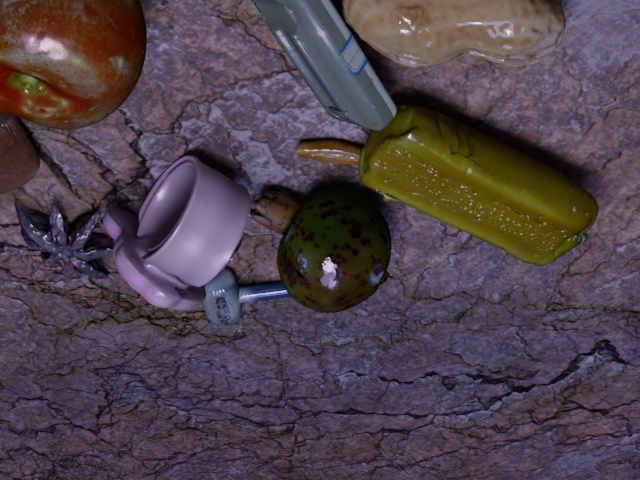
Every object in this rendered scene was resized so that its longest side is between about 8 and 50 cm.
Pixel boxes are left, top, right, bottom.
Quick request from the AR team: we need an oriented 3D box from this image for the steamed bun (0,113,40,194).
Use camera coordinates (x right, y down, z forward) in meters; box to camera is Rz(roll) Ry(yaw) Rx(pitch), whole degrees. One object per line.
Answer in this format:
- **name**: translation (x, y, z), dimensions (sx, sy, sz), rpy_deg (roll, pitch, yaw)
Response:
- **steamed bun**: translation (-0.533, -0.139, 1.652), dimensions (0.175, 0.106, 0.145), rpy_deg (-3, 138, 12)

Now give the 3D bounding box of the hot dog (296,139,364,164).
- **hot dog**: translation (0.032, -0.136, 1.661), dimensions (0.137, 0.028, 0.044), rpy_deg (8, 165, 0)

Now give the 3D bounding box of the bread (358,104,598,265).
- **bread**: translation (0.238, -0.089, 1.631), dimensions (0.383, 0.112, 0.166), rpy_deg (23, 139, -20)

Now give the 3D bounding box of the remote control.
- **remote control**: translation (-0.017, -0.273, 1.444), dimensions (0.128, 0.065, 0.335), rpy_deg (25, 160, 47)

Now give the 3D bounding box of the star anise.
- **star anise**: translation (-0.424, 0.004, 1.838), dimensions (0.180, 0.061, 0.204), rpy_deg (-11, 136, 17)

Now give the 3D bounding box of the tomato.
- **tomato**: translation (-0.354, -0.280, 1.390), dimensions (0.270, 0.223, 0.270), rpy_deg (6, 159, 2)

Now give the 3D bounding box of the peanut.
- **peanut**: translation (0.172, -0.288, 1.400), dimensions (0.290, 0.130, 0.130), rpy_deg (3, 139, 0)

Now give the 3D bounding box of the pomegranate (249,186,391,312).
- **pomegranate**: translation (0.000, 0.000, 1.709), dimensions (0.248, 0.202, 0.202), rpy_deg (29, 140, 12)

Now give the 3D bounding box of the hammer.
- **hammer**: translation (-0.115, 0.092, 1.917), dimensions (0.194, 0.069, 0.116), rpy_deg (-7, 138, 0)

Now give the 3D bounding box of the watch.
- **watch**: translation (-0.209, -0.021, 1.714), dimensions (0.211, 0.248, 0.217), rpy_deg (31, 106, -26)
